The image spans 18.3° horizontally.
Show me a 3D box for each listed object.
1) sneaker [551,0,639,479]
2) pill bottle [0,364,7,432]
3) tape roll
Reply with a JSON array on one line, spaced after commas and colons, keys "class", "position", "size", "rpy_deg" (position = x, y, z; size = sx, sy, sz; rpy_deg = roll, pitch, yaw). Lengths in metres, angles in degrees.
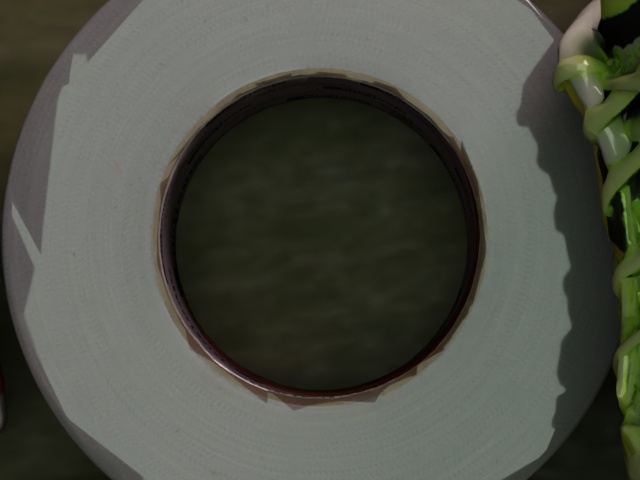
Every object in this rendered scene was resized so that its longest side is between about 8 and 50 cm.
[{"class": "sneaker", "position": [0.133, -0.005, 0.621], "size": [0.147, 0.145, 0.384], "rpy_deg": [23, 59, -24]}, {"class": "pill bottle", "position": [-0.177, -0.018, 0.694], "size": [0.108, 0.108, 0.193], "rpy_deg": [-10, 88, 0]}, {"class": "tape roll", "position": [0.000, 0.000, 0.709], "size": [0.219, 0.072, 0.219], "rpy_deg": [0, 89, 1]}]
